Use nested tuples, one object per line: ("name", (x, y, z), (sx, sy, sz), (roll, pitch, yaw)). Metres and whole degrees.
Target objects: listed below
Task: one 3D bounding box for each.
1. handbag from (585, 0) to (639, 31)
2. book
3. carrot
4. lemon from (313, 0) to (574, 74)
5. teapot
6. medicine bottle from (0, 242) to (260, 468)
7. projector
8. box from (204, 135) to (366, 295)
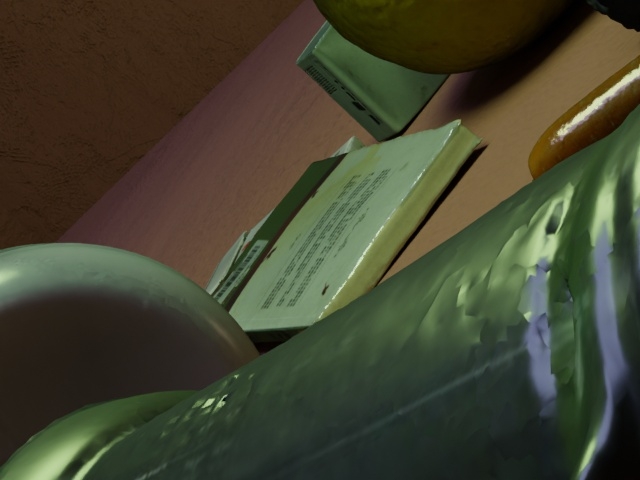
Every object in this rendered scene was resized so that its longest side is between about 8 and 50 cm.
("handbag", (0.202, -0.351, 1.171), (0.122, 0.303, 0.329), (-33, 17, 53))
("book", (0.000, 0.000, 1.387), (0.201, 0.026, 0.289), (-52, 16, -17))
("carrot", (0.209, -0.104, 0.967), (0.248, 0.043, 0.043), (-40, 13, 25))
("lemon", (0.100, -0.256, 1.409), (0.267, 0.267, 0.267), (-45, 11, 11))
("teapot", (0.078, 0.079, 0.489), (0.270, 0.200, 0.337), (-13, -14, -42))
("medicine bottle", (-0.163, 0.123, 1.057), (0.245, 0.245, 0.306), (-49, 10, -9))
("projector", (0.063, -0.181, 1.612), (0.147, 0.115, 0.061), (-52, 13, -23))
("box", (-0.036, -0.008, 1.612), (0.198, 0.029, 0.109), (-42, 12, 26))
